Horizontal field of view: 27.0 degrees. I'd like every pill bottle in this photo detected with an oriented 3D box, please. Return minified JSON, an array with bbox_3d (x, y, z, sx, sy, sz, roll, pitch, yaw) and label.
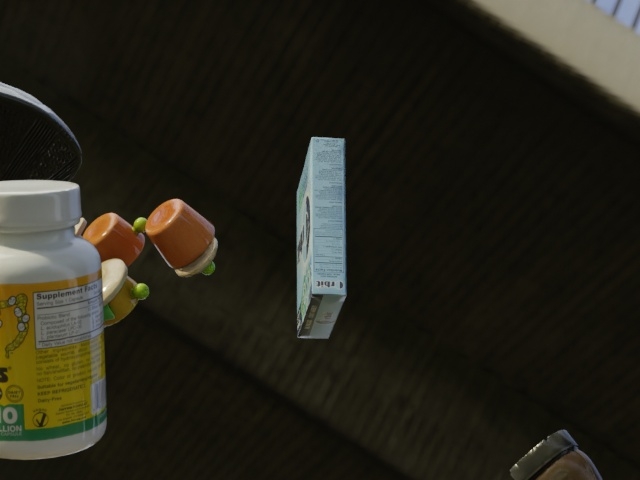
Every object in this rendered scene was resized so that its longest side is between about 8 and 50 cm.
[{"bbox_3d":[-0.233,0.059,1.069,0.118,0.117,0.208,5,-79,28],"label":"pill bottle"}]

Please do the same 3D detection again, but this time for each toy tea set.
[{"bbox_3d":[-0.265,0.061,1.708,0.336,0.200,0.124,-11,-47,39],"label":"toy tea set"}]

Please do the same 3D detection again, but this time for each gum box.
[{"bbox_3d":[0.000,0.000,1.505,0.041,0.184,0.157,3,-22,-7],"label":"gum box"}]

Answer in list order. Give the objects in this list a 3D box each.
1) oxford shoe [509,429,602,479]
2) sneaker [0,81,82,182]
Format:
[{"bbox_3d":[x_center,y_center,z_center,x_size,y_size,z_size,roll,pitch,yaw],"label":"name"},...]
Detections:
[{"bbox_3d":[0.203,0.308,1.387,0.227,0.083,0.096,-50,-117,18],"label":"oxford shoe"},{"bbox_3d":[-0.371,-0.165,1.325,0.124,0.178,0.295,-39,-39,16],"label":"sneaker"}]
